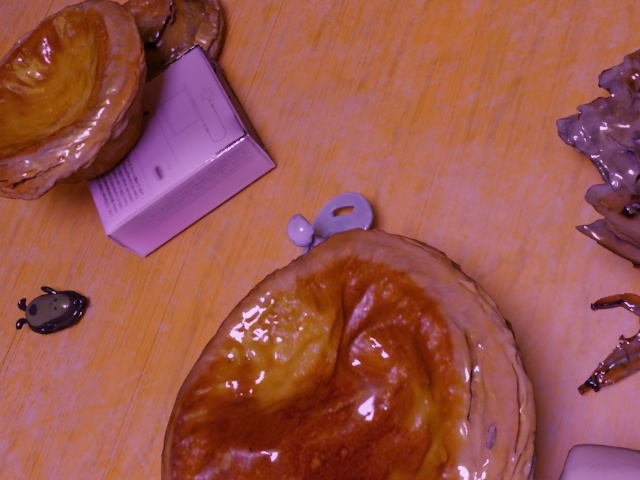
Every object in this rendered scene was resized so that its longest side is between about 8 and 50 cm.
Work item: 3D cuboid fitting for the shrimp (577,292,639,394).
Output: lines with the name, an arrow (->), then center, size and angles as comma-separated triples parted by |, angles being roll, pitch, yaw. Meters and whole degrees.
shrimp -> 0.317, 0.113, 0.774 | 0.127, 0.025, 0.091 | -42, 60, -3

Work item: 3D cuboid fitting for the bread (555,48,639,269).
bread -> 0.398, -0.053, 0.689 | 0.314, 0.192, 0.370 | -31, 40, -23

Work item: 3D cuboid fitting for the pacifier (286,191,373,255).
pacifier -> 0.000, 0.000, 0.904 | 0.126, 0.116, 0.151 | 0, 71, 50

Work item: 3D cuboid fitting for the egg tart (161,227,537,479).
egg tart -> 0.029, 0.209, 0.740 | 0.442, 0.178, 0.444 | -20, 53, 29

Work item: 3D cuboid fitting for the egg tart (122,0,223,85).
egg tart -> -0.268, -0.328, 1.155 | 0.240, 0.106, 0.241 | -10, 65, 23

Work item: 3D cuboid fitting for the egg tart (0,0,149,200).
egg tart -> -0.350, -0.186, 1.002 | 0.318, 0.128, 0.319 | -13, 60, 23

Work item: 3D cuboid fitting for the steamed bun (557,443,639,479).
steamed bun -> 0.307, 0.407, 0.512 | 0.371, 0.290, 0.456 | 4, 70, 28

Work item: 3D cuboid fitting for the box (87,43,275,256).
box -> -0.221, -0.132, 1.050 | 0.251, 0.106, 0.203 | -34, 60, 6

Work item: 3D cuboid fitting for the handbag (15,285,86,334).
handbag -> -0.396, 0.102, 1.061 | 0.111, 0.047, 0.072 | -14, 65, 19
